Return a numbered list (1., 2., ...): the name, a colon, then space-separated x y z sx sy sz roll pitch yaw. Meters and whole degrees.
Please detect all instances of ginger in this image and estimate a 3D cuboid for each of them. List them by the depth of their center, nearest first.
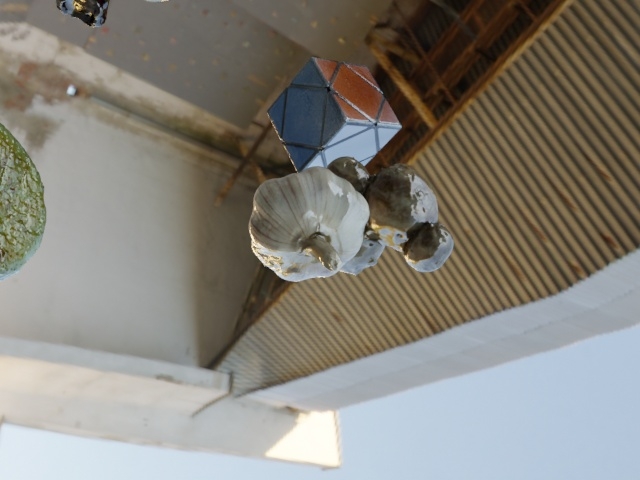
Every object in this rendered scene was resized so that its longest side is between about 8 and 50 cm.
1. ginger: 0.118 -0.044 1.661 0.304 0.155 0.245 4 -74 42

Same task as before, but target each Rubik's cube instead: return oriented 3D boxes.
1. Rubik's cube: 0.031 -0.293 2.073 0.205 0.207 0.205 -44 -117 36

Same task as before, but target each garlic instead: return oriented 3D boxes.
1. garlic: 0.000 0.000 1.317 0.199 0.199 0.226 -59 -151 15

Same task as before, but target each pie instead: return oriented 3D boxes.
1. pie: -0.514 -0.072 1.299 0.078 0.277 0.277 -13 -125 10

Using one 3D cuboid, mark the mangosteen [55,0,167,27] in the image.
1. mangosteen: -0.196 -0.429 0.946 0.330 0.330 0.330 -30 -131 43
